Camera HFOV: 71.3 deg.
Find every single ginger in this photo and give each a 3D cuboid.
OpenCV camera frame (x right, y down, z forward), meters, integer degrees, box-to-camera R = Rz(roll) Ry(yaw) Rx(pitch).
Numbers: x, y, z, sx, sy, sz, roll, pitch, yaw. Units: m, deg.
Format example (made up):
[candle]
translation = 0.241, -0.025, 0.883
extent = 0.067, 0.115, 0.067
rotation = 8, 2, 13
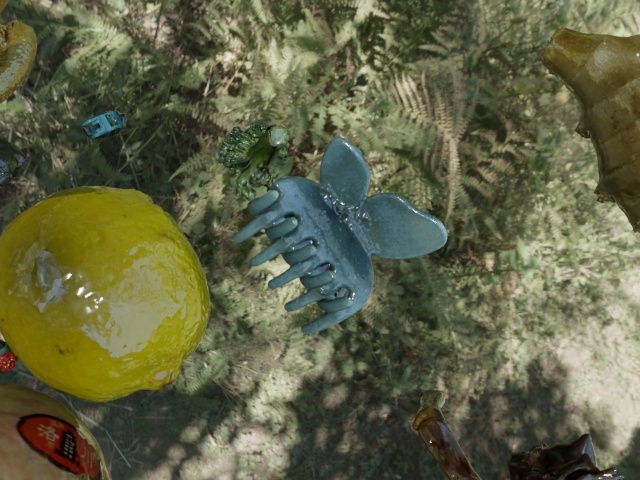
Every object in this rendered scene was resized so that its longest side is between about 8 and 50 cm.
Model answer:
[ginger]
translation = 0.490, -0.197, 0.649
extent = 0.166, 0.236, 0.375
rotation = -19, 83, -37

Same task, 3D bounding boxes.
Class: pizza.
[pizza]
translation = -0.472, -0.212, 0.573
extent = 0.127, 0.058, 0.246
rotation = 44, 59, 11

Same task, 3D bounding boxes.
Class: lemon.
[lemon]
translation = -0.281, 0.068, 0.592
extent = 0.284, 0.260, 0.260
rotation = 38, 67, -5

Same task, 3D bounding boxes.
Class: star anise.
[star anise]
translation = 0.192, 0.276, 0.445
extent = 0.148, 0.346, 0.237
rotation = 0, 119, -16

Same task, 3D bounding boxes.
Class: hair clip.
[hair clip]
translation = 0.000, 0.000, 0.930
extent = 0.318, 0.392, 0.238
rotation = 55, 45, -10

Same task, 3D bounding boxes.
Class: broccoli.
[broccoli]
translation = -0.167, -0.198, 1.113
extent = 0.177, 0.275, 0.198
rotation = 32, 92, -17

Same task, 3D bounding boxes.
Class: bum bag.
[bum bag]
translation = -0.846, -0.190, 1.010
extent = 0.326, 0.079, 0.142
rotation = -5, 52, -44

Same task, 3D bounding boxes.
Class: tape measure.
[tape measure]
translation = -0.726, -0.391, 1.512
extent = 0.146, 0.125, 0.081
rotation = -21, 110, 6

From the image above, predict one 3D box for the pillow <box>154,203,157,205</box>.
[pillow]
translation = -0.579, -0.013, 1.441
extent = 0.033, 0.130, 0.217
rotation = 23, 63, 18

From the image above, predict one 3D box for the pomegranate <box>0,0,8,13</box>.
[pomegranate]
translation = -0.339, -0.215, 0.278
extent = 0.264, 0.264, 0.264
rotation = 4, 82, -28

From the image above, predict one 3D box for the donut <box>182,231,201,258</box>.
[donut]
translation = -0.424, 0.054, 1.068
extent = 0.270, 0.270, 0.103
rotation = -14, 119, -29

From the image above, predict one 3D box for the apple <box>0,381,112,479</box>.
[apple]
translation = -0.390, 0.337, 0.422
extent = 0.391, 0.391, 0.346
rotation = -16, 100, -29

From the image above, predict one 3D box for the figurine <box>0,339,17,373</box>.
[figurine]
translation = -0.425, 0.137, 0.529
extent = 0.106, 0.060, 0.047
rotation = 17, 76, -42
